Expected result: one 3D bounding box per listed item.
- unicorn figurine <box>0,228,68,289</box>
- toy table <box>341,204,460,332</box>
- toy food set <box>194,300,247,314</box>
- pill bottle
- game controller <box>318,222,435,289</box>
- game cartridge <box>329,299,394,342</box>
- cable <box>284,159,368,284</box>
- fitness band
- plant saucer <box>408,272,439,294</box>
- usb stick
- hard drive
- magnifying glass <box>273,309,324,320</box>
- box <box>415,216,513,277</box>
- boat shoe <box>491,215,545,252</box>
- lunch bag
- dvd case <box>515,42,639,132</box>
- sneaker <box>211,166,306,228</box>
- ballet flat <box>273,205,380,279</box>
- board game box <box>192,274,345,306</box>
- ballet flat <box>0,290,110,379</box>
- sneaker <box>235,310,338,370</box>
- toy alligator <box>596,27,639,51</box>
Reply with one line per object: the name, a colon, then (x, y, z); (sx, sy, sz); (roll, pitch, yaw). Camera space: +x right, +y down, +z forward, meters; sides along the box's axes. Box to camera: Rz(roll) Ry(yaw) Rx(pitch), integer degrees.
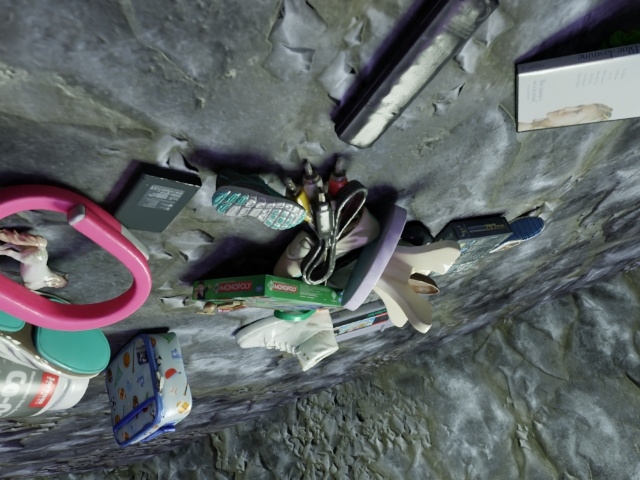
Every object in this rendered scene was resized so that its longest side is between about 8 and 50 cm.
unicorn figurine: (-0.456, 0.046, 0.736); (0.111, 0.060, 0.162); (-2, 150, -30)
toy table: (0.168, 0.070, 1.015); (0.160, 0.252, 0.274); (25, 138, -4)
toy food set: (-0.203, 0.137, 0.993); (0.122, 0.019, 0.078); (-15, 161, 29)
pill bottle: (-0.621, 0.267, 0.934); (0.161, 0.161, 0.283); (-28, 153, 16)
game controller: (0.137, 0.058, 1.203); (0.319, 0.067, 0.166); (-30, 138, 19)
game cartridge: (0.122, 0.290, 1.636); (0.354, 0.068, 0.230); (-14, 158, -12)
cable: (0.011, -0.030, 0.872); (0.139, 0.072, 0.287); (-18, 145, -12)
fitness band: (-0.384, 0.040, 0.695); (0.209, 0.054, 0.291); (-31, 141, 1)
plant saucer: (0.248, 0.115, 1.312); (0.168, 0.029, 0.168); (12, 165, 3)
usb stick: (0.117, -0.227, 0.632); (0.077, 0.045, 0.278); (9, 143, -34)
hard drive: (-0.256, -0.059, 0.717); (0.094, 0.022, 0.135); (9, 142, -45)
magnifying glass: (-0.036, 0.196, 1.332); (0.092, 0.026, 0.230); (14, -168, 41)
box: (0.381, 0.023, 1.292); (0.183, 0.059, 0.233); (-8, 153, -24)
boat shoe: (0.547, -0.018, 1.336); (0.183, 0.066, 0.066); (-24, 161, 32)
lunch bag: (-0.442, 0.382, 1.193); (0.114, 0.243, 0.303); (5, 145, -42)
dvd case: (0.448, -0.241, 0.753); (0.252, 0.022, 0.180); (-3, 160, 22)
sneaker: (-0.092, -0.071, 0.742); (0.166, 0.076, 0.065); (18, 135, -37)
ballet flat: (0.000, 0.000, 0.971); (0.248, 0.086, 0.086); (-25, 154, 7)
board game box: (-0.099, 0.126, 1.076); (0.213, 0.046, 0.317); (-7, 165, 35)
ballet flat: (-0.541, 0.150, 0.822); (0.139, 0.139, 0.400); (-22, 147, 5)
sneaker: (-0.095, 0.307, 1.384); (0.292, 0.169, 0.108); (-15, 156, -7)
toy alligator: (0.464, -0.284, 0.769); (0.051, 0.056, 0.190); (24, 163, 10)
